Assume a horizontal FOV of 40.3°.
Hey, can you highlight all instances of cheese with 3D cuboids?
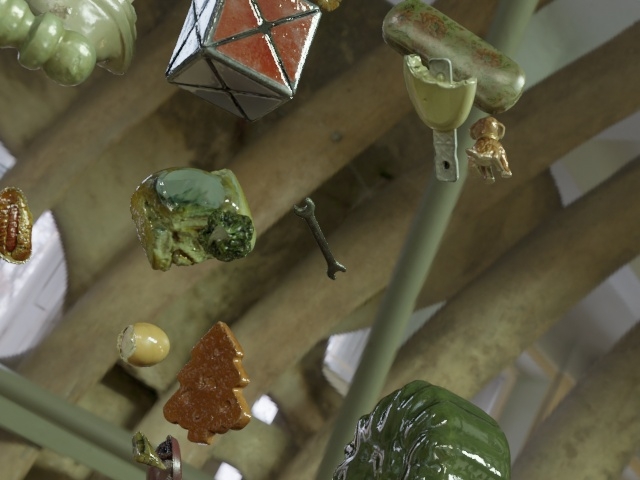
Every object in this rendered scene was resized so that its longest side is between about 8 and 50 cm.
[{"bbox_3d":[0.212,-0.210,1.520,0.127,0.050,0.235,6,-60,23],"label":"cheese"}]

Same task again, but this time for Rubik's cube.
[{"bbox_3d":[-0.188,-0.462,2.071,0.254,0.259,0.260,25,-22,-23],"label":"Rubik's cube"}]

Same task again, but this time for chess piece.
[{"bbox_3d":[-0.504,-0.356,1.506,0.243,0.133,0.133,30,-16,-26],"label":"chess piece"}]

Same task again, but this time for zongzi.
[{"bbox_3d":[-0.382,0.470,1.951,0.083,0.040,0.076,28,25,-32],"label":"zongzi"}]

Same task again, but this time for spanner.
[{"bbox_3d":[0.000,0.000,2.092,0.054,0.015,0.255,-20,-54,8],"label":"spanner"}]

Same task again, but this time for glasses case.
[{"bbox_3d":[0.350,-0.491,2.313,0.425,0.156,0.098,39,-16,17],"label":"glasses case"}]

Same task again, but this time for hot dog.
[{"bbox_3d":[-0.745,-0.036,2.112,0.053,0.192,0.099,3,7,39],"label":"hot dog"}]

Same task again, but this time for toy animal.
[{"bbox_3d":[0.443,-0.274,2.372,0.104,0.185,0.184,-12,-30,35],"label":"toy animal"}]

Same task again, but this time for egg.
[{"bbox_3d":[-0.306,0.184,1.528,0.096,0.080,0.080,19,-7,-42],"label":"egg"}]

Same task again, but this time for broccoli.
[{"bbox_3d":[-0.272,-0.011,2.495,0.162,0.146,0.138,6,-5,14],"label":"broccoli"}]

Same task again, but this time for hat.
[{"bbox_3d":[-0.425,0.629,2.353,0.089,0.206,0.205,0,-11,-16],"label":"hat"}]

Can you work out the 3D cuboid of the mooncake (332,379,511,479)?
[{"bbox_3d":[0.169,0.415,1.547,0.187,0.351,0.351,32,-17,-16],"label":"mooncake"}]

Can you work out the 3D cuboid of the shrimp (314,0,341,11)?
[{"bbox_3d":[0.011,-0.683,2.246,0.043,0.091,0.184,22,-52,55],"label":"shrimp"}]

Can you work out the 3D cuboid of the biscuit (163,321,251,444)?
[{"bbox_3d":[-0.268,0.356,2.185,0.283,0.307,0.043,-1,-19,37],"label":"biscuit"}]

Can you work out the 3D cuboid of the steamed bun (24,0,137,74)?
[{"bbox_3d":[-0.556,-0.553,2.007,0.309,0.219,0.324,35,2,19],"label":"steamed bun"}]

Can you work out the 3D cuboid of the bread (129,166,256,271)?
[{"bbox_3d":[-0.367,-0.093,2.684,0.264,0.395,0.239,108,-36,-47],"label":"bread"}]
